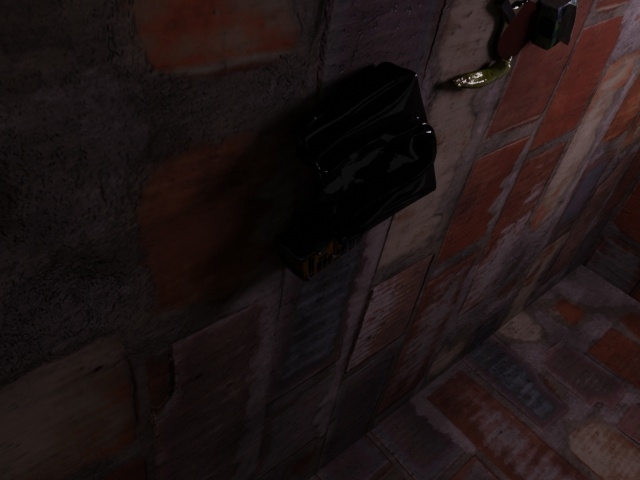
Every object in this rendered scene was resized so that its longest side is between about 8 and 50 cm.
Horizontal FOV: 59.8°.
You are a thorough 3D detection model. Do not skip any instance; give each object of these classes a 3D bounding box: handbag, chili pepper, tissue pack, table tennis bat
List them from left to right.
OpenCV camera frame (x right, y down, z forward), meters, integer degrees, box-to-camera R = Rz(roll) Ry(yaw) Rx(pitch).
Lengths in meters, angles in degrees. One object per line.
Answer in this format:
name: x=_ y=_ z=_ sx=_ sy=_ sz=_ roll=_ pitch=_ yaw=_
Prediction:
handbag: x=0.091 y=-0.149 z=1.028 sx=0.257 sy=0.113 sz=0.285 roll=-35 pitch=132 yaw=-16
chili pepper: x=0.356 y=-0.364 z=1.246 sx=0.208 sy=0.049 sz=0.043 roll=-28 pitch=100 yaw=-27
table tennis bat: x=0.425 y=-0.478 z=1.231 sx=0.130 sy=0.019 sz=0.220 roll=-56 pitch=151 yaw=12
tissue pack: x=0.557 y=-0.513 z=1.301 sx=0.085 sy=0.079 sz=0.111 roll=-37 pitch=148 yaw=-18

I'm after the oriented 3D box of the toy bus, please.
toy bus: x=0.000 y=0.000 z=1.146 sx=0.182 sy=0.091 sz=0.103 roll=-34 pitch=146 yaw=-27
